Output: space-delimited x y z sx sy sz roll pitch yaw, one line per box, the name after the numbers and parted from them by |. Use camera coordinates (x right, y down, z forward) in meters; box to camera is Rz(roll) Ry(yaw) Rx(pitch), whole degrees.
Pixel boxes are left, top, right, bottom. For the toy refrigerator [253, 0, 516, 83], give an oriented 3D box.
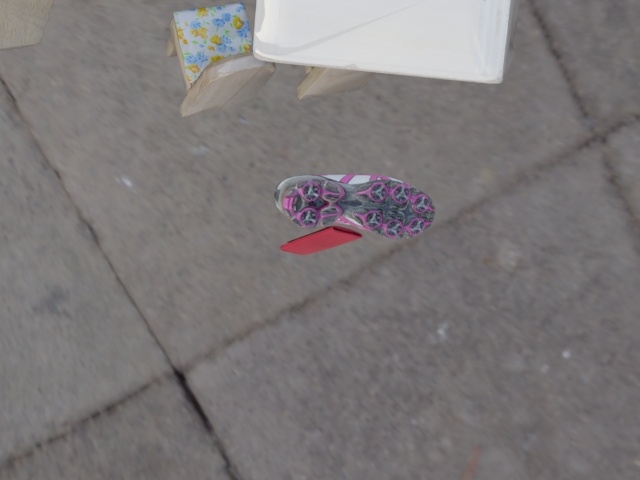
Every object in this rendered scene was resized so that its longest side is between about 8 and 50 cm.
0.044 -0.131 0.762 0.102 0.269 0.094 7 100 7 | toy refrigerator

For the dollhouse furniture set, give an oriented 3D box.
-0.081 -0.190 0.910 0.242 0.161 0.212 -11 82 -17 | dollhouse furniture set

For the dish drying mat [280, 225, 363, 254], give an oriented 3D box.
0.000 0.000 1.388 0.032 0.083 0.008 15 70 -30 | dish drying mat

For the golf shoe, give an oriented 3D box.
0.039 -0.048 1.848 0.186 0.086 0.068 8 103 -17 | golf shoe
